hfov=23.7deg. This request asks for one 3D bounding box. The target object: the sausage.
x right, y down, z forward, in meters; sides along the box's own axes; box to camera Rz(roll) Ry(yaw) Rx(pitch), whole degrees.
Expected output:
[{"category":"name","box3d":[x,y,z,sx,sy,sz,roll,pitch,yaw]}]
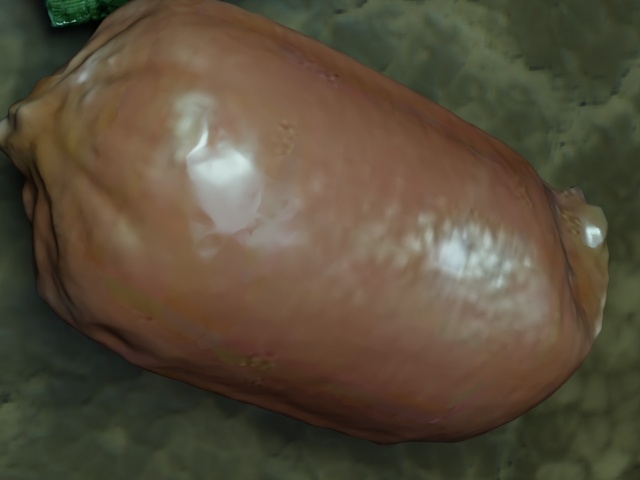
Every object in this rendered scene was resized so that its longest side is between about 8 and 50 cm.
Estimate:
[{"category":"sausage","box3d":[0.000,0.000,0.573,0.254,0.148,0.148,27,96,-27]}]

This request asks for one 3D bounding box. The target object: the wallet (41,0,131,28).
[{"category":"wallet","box3d":[-0.009,-0.183,0.558,0.236,0.055,0.160,-18,109,-11]}]
